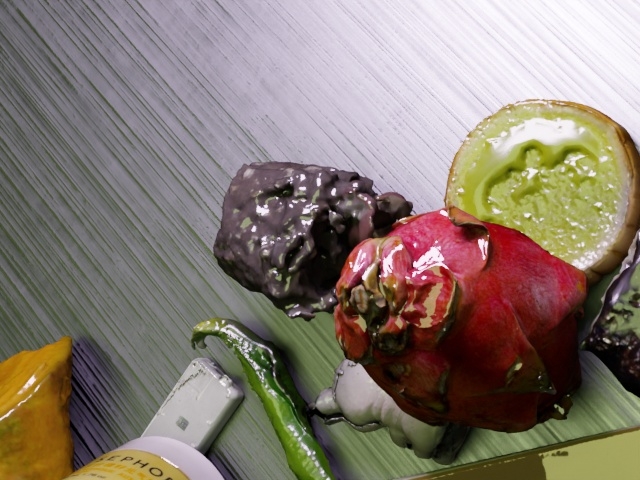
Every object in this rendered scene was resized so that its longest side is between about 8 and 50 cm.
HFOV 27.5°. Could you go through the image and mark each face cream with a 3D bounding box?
[{"bbox_3d":[-0.234,0.369,1.593,0.218,0.179,0.218,5,102,25],"label":"face cream"}]

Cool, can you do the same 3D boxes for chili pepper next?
[{"bbox_3d":[-0.039,0.240,1.593,0.359,0.076,0.085,58,135,19],"label":"chili pepper"}]

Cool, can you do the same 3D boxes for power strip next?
[{"bbox_3d":[-0.177,0.241,1.686,0.081,0.035,0.192,40,103,25],"label":"power strip"}]

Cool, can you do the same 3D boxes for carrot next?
[{"bbox_3d":[-0.436,0.298,1.701,0.241,0.241,0.340,-6,84,27],"label":"carrot"}]

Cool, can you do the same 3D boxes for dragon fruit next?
[{"bbox_3d":[0.154,0.085,1.357,0.315,0.250,0.250,32,103,-15],"label":"dragon fruit"}]

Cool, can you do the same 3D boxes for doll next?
[{"bbox_3d":[0.089,0.182,1.522,0.192,0.095,0.149,26,99,24],"label":"doll"}]

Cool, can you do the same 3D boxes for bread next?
[{"bbox_3d":[0.251,-0.047,1.475,0.236,0.070,0.236,-2,84,26],"label":"bread"}]

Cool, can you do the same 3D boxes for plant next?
[{"bbox_3d":[0.000,0.000,1.537,0.234,0.204,0.178,19,95,34],"label":"plant"}]

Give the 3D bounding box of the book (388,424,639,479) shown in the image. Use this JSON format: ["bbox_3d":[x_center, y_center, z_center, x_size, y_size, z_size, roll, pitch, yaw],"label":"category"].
[{"bbox_3d":[0.258,0.363,1.451,0.389,0.032,0.269,-17,79,25],"label":"book"}]

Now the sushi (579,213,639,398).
[{"bbox_3d":[0.416,0.014,1.321,0.182,0.196,0.343,31,95,19],"label":"sushi"}]
